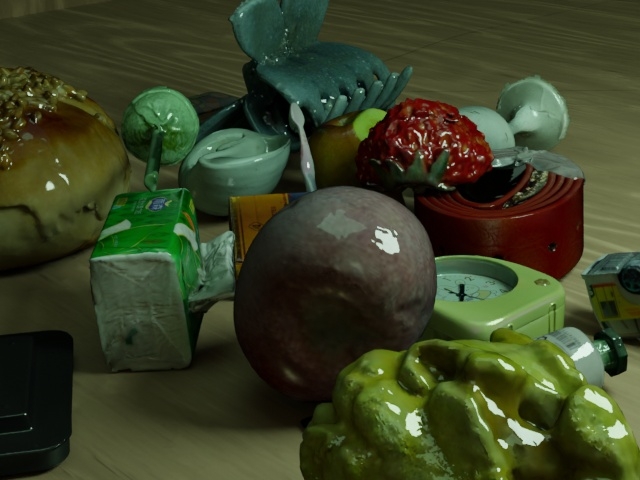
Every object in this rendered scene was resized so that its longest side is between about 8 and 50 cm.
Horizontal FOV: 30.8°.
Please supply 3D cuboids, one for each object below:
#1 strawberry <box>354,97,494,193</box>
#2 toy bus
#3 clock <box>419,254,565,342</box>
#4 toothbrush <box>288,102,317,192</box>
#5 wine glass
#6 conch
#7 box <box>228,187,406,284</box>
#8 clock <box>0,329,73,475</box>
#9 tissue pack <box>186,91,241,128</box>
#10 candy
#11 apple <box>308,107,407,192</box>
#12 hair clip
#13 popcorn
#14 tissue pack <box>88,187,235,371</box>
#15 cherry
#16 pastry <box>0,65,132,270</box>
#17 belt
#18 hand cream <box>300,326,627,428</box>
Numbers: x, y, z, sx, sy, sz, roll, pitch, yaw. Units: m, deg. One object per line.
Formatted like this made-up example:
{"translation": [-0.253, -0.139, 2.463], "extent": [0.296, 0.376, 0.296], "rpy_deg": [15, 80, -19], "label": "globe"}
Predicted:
{"translation": [0.141, -0.147, 1.584], "extent": [0.190, 0.111, 0.236], "rpy_deg": [-4, 19, 15], "label": "strawberry"}
{"translation": [0.430, 0.052, 1.286], "extent": [0.268, 0.106, 0.092], "rpy_deg": [-6, 16, 39], "label": "toy bus"}
{"translation": [0.159, 0.072, 1.376], "extent": [0.170, 0.069, 0.232], "rpy_deg": [-21, 27, -37], "label": "clock"}
{"translation": [-0.015, -0.088, 1.662], "extent": [0.021, 0.027, 0.269], "rpy_deg": [-6, 59, -12], "label": "toothbrush"}
{"translation": [0.269, -0.166, 1.865], "extent": [0.143, 0.143, 0.321], "rpy_deg": [15, 28, 36], "label": "wine glass"}
{"translation": [-0.122, -0.106, 1.742], "extent": [0.185, 0.121, 0.221], "rpy_deg": [-36, 16, 5], "label": "conch"}
{"translation": [0.000, -0.001, 1.529], "extent": [0.237, 0.070, 0.152], "rpy_deg": [-6, 37, -5], "label": "box"}
{"translation": [-0.398, 0.167, 1.216], "extent": [0.279, 0.049, 0.273], "rpy_deg": [-6, 22, -11], "label": "clock"}
{"translation": [-0.226, -0.235, 2.185], "extent": [0.148, 0.060, 0.109], "rpy_deg": [-21, 30, -38], "label": "tissue pack"}
{"translation": [-0.226, -0.132, 1.597], "extent": [0.119, 0.119, 0.440], "rpy_deg": [-4, 15, -4], "label": "candy"}
{"translation": [0.059, -0.120, 1.727], "extent": [0.163, 0.147, 0.146], "rpy_deg": [-27, 16, 23], "label": "apple"}
{"translation": [-0.019, -0.253, 1.932], "extent": [0.238, 0.392, 0.318], "rpy_deg": [35, 32, 14], "label": "hair clip"}
{"translation": [0.114, 0.186, 0.920], "extent": [0.250, 0.235, 0.242], "rpy_deg": [-14, -20, 1], "label": "popcorn"}
{"translation": [-0.174, 0.041, 1.375], "extent": [0.156, 0.148, 0.209], "rpy_deg": [-4, 22, 0], "label": "tissue pack"}
{"translation": [0.014, 0.045, 1.231], "extent": [0.206, 0.239, 0.239], "rpy_deg": [13, 20, -10], "label": "cherry"}
{"translation": [-0.464, -0.112, 1.654], "extent": [0.409, 0.245, 0.409], "rpy_deg": [-3, 24, 1], "label": "pastry"}
{"translation": [0.242, -0.038, 1.577], "extent": [0.227, 0.115, 0.324], "rpy_deg": [4, 22, 17], "label": "belt"}
{"translation": [0.155, 0.159, 1.183], "extent": [0.336, 0.076, 0.121], "rpy_deg": [-16, 20, -15], "label": "hand cream"}
